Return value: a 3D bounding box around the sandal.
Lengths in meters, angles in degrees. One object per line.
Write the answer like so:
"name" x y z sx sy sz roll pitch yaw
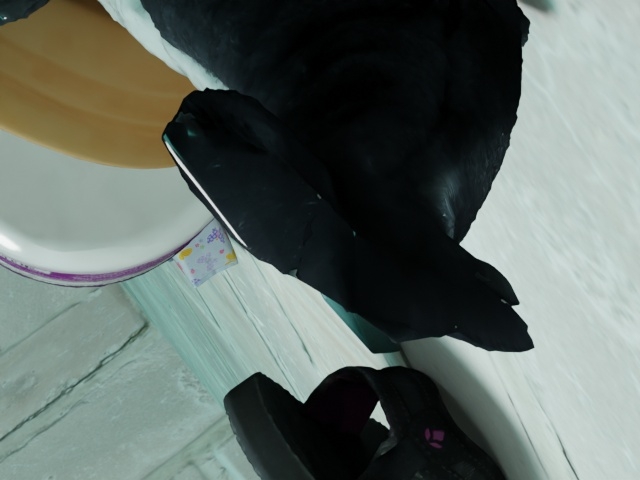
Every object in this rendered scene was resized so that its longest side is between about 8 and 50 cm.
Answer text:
"sandal" 0.047 0.136 1.186 0.167 0.107 0.446 51 -176 11

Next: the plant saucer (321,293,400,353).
"plant saucer" 0.000 0.000 1.103 0.067 0.018 0.192 47 169 35

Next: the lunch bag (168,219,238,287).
"lunch bag" -0.109 -0.013 1.554 0.071 0.053 0.083 63 175 -35

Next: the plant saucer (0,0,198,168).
"plant saucer" -0.097 -0.106 0.604 0.200 0.037 0.200 34 -153 -20

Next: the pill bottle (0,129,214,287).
"pill bottle" -0.125 -0.061 1.027 0.169 0.169 0.301 54 172 -2

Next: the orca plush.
"orca plush" -0.012 -0.087 0.473 0.287 0.151 0.102 -83 4 -66
